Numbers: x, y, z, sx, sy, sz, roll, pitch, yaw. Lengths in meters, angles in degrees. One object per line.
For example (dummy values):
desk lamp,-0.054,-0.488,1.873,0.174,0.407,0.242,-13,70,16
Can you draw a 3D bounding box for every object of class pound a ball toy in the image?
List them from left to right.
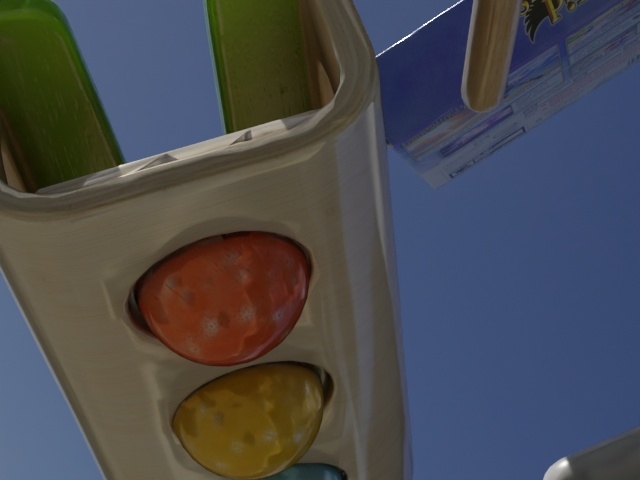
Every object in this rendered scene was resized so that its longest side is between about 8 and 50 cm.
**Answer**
pound a ball toy,0.000,0.000,0.537,0.319,0.208,0.136,82,-9,-57

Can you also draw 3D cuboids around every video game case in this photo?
video game case,0.161,-0.142,1.054,0.061,0.269,0.244,58,7,9

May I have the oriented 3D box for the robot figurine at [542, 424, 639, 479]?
robot figurine,0.213,0.239,0.901,0.200,0.353,0.300,15,-53,63
